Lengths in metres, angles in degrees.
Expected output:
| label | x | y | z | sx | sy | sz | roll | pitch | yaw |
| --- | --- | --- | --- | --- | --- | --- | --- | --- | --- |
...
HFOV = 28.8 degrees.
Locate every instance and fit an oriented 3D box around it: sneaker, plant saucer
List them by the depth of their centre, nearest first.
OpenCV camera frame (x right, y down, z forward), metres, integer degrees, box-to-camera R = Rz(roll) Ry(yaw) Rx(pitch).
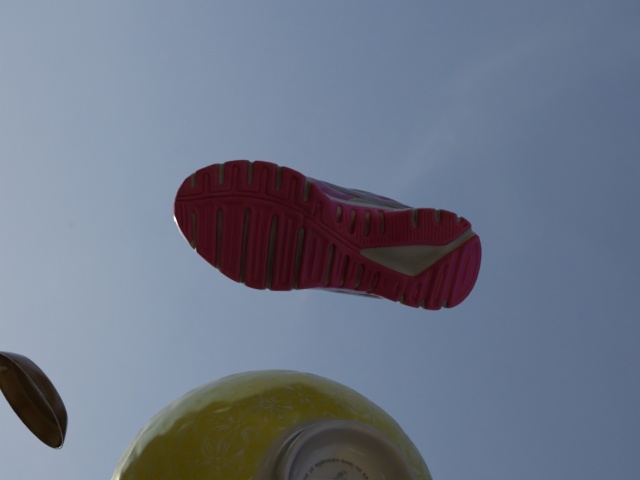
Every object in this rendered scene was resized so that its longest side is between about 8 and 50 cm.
| label | x | y | z | sx | sy | sz | roll | pitch | yaw |
| --- | --- | --- | --- | --- | --- | --- | --- | --- | --- |
| plant saucer | -0.202 | 0.109 | 0.879 | 0.083 | 0.015 | 0.083 | 34 | -37 | 30 |
| sneaker | 0.000 | 0.000 | 1.036 | 0.111 | 0.252 | 0.103 | -170 | -85 | -82 |

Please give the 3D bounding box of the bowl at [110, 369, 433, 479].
| label | x | y | z | sx | sy | sz | roll | pitch | yaw |
| --- | --- | --- | --- | --- | --- | --- | --- | --- | --- |
| bowl | -0.008 | 0.217 | 0.954 | 0.156 | 0.289 | 0.290 | -45 | -127 | 52 |
